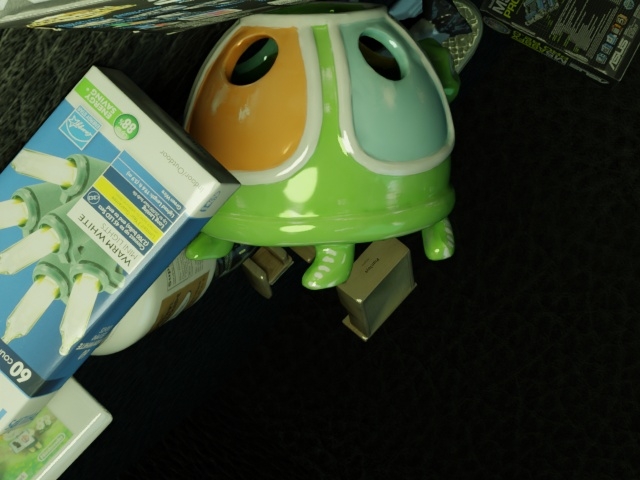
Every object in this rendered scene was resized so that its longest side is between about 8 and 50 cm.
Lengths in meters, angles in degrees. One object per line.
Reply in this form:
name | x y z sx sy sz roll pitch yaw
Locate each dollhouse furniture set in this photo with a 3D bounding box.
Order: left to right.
dollhouse furniture set | 0.000 0.000 2.127 0.212 0.242 0.161 -47 162 -11

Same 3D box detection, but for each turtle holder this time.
turtle holder | 0.027 -0.100 1.452 0.320 0.227 0.243 -8 -166 -24

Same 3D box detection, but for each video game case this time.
video game case | -0.301 0.162 1.296 0.212 0.193 0.023 -47 147 -8

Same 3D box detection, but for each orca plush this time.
orca plush | 0.009 -0.194 1.687 0.287 0.102 0.151 -39 151 28

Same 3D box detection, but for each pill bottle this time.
pill bottle | -0.194 0.032 1.452 0.131 0.131 0.229 -49 174 22

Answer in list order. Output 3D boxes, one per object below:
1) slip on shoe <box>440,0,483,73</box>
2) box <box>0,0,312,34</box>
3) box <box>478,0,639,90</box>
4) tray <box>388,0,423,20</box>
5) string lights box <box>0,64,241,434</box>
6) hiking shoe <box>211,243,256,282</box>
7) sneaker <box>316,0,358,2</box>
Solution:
slip on shoe | 0.105 -0.206 2.220 0.331 0.123 0.101 -51 -174 18
box | -0.008 -0.175 0.891 0.295 0.073 0.293 -10 -177 15
box | 0.370 -0.374 2.194 0.270 0.216 0.060 -62 175 -7
tray | 0.182 -0.366 2.073 0.270 0.030 0.145 -47 174 0
string lights box | -0.198 0.009 1.220 0.260 0.133 0.077 -48 174 8
hiking shoe | -0.150 0.022 1.974 0.227 0.086 0.114 -47 178 11
sneaker | -0.003 -0.227 1.540 0.071 0.068 0.170 -28 158 -25
